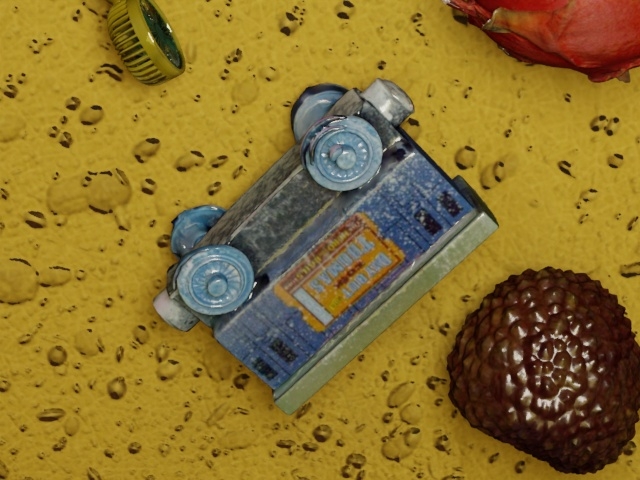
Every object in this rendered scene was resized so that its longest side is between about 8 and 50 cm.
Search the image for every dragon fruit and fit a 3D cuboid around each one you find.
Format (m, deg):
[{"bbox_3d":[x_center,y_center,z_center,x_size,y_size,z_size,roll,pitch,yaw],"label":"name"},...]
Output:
[{"bbox_3d":[0.232,-0.250,1.026,0.252,0.241,0.241,18,106,4],"label":"dragon fruit"}]

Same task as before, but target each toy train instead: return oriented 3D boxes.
[{"bbox_3d":[0.000,0.000,1.145,0.299,0.131,0.202,-43,112,10],"label":"toy train"}]

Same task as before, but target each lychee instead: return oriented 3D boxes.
[{"bbox_3d":[0.216,0.116,1.172,0.188,0.188,0.188,-1,108,-3],"label":"lychee"}]

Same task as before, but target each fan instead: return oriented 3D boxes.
[{"bbox_3d":[-0.171,-0.208,1.095,0.039,0.082,0.155,-25,94,12],"label":"fan"}]
